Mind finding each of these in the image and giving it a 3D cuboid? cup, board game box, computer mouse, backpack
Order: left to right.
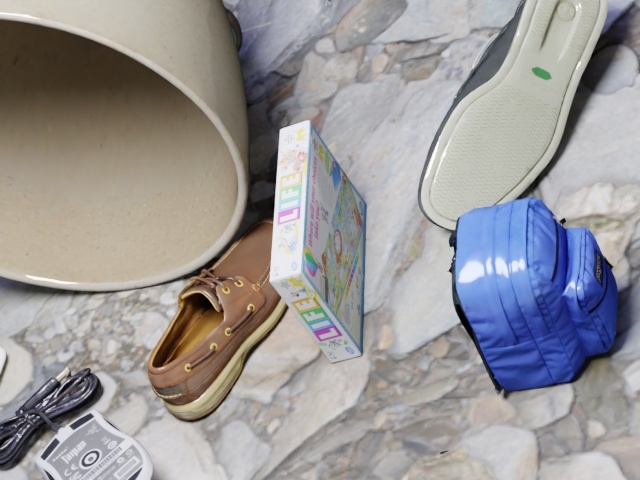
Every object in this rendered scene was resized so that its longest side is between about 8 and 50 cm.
[{"bbox_3d":[-0.201,-0.149,1.540,0.331,0.331,0.237,-10,48,26],"label":"cup"},{"bbox_3d":[-0.179,0.166,1.459,0.106,0.042,0.193,-40,36,-12],"label":"computer mouse"},{"bbox_3d":[0.000,0.000,1.446,0.026,0.103,0.154,-16,44,20],"label":"board game box"},{"bbox_3d":[0.143,0.027,1.315,0.101,0.120,0.098,-17,44,20],"label":"backpack"}]

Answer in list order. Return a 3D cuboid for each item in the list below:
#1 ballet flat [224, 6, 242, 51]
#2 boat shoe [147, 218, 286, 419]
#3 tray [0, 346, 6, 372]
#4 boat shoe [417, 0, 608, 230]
[{"bbox_3d":[-0.199,-0.157,1.735,0.280,0.095,0.096,-23,28,13],"label":"ballet flat"},{"bbox_3d":[-0.074,0.051,1.480,0.064,0.060,0.178,9,58,39],"label":"boat shoe"},{"bbox_3d":[-0.355,0.182,1.528,0.145,0.030,0.270,15,54,-1],"label":"tray"},{"bbox_3d":[0.145,-0.103,1.485,0.233,0.084,0.079,-60,8,-16],"label":"boat shoe"}]
